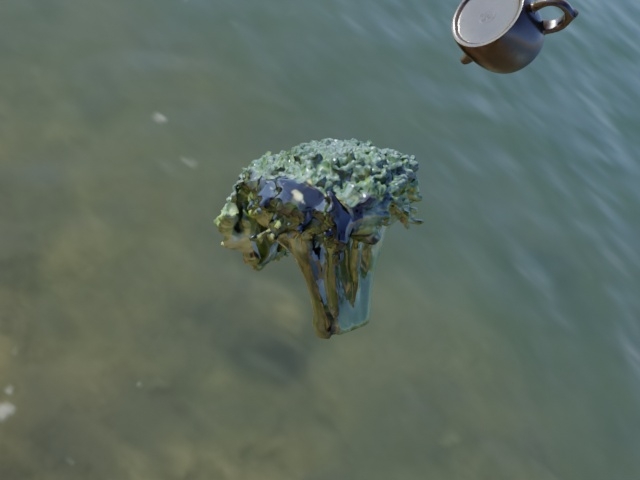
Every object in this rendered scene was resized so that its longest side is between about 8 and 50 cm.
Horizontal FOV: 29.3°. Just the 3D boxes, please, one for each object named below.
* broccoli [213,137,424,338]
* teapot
[{"bbox_3d":[0.000,0.000,1.497,0.262,0.244,0.247,-8,16,2],"label":"broccoli"},{"bbox_3d":[0.170,-0.186,1.085,0.068,0.121,0.076,38,46,-43],"label":"teapot"}]
